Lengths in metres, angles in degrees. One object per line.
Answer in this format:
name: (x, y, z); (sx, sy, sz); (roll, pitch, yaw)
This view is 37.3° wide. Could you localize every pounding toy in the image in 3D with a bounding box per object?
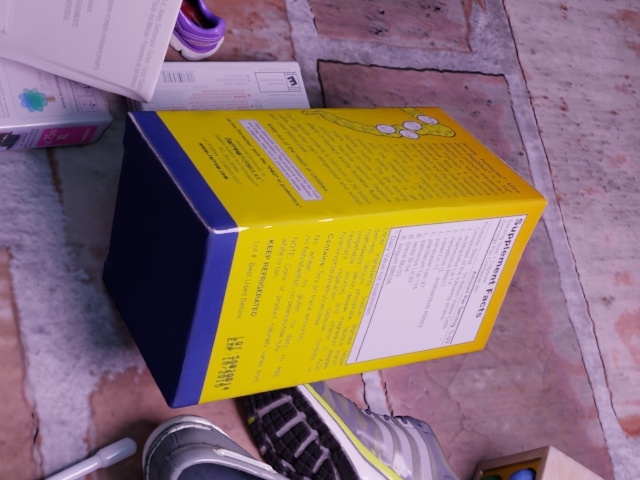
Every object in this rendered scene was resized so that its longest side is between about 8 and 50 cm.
pounding toy: (0.220, 0.303, 0.942); (0.094, 0.206, 0.181); (33, 58, -14)

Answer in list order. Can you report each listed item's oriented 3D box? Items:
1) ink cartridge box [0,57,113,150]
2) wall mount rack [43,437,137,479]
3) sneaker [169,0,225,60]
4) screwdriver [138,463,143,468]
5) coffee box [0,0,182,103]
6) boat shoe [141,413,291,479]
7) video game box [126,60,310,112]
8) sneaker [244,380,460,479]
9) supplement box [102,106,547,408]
ink cartridge box: (-0.372, -0.171, 0.891); (0.311, 0.065, 0.186); (-9, 73, -35)
wall mount rack: (-0.227, 0.310, 0.744); (0.350, 0.130, 0.304); (65, 18, 6)
sneaker: (-0.171, -0.277, 1.043); (0.170, 0.071, 0.068); (38, 56, -10)
screwdriver: (-0.097, 0.249, 0.903); (0.170, 0.024, 0.025); (32, 28, -7)
coffee box: (-0.248, -0.393, 0.830); (0.338, 0.338, 0.334); (16, 51, -14)
boat shoe: (-0.027, 0.280, 0.852); (0.319, 0.099, 0.116); (42, 81, -13)
video game box: (-0.096, -0.102, 1.028); (0.205, 0.048, 0.187); (-6, 72, -31)
sneaker: (0.045, 0.214, 0.957); (0.300, 0.111, 0.121); (47, 41, -8)
supplement box: (0.000, 0.000, 0.909); (0.356, 0.194, 0.195); (-5, 38, -31)
